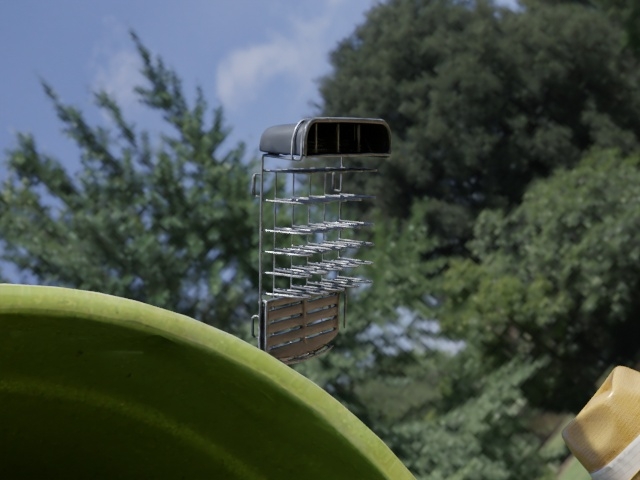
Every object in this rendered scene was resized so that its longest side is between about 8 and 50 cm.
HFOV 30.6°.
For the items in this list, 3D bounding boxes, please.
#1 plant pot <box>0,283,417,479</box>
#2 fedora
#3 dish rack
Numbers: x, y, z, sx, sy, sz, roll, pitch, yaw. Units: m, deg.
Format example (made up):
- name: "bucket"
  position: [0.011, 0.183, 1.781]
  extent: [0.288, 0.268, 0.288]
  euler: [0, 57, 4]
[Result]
- name: "plant pot"
  position: [-0.158, 0.246, 0.478]
  extent: [0.366, 0.366, 0.353]
  euler: [-41, 2, -34]
- name: "fedora"
  position: [0.292, 0.179, 1.134]
  extent: [0.194, 0.079, 0.194]
  euler: [-47, -9, -9]
- name: "dish rack"
  position: [0.000, 0.000, 1.288]
  extent: [0.208, 0.074, 0.271]
  euler: [-9, -78, -60]
